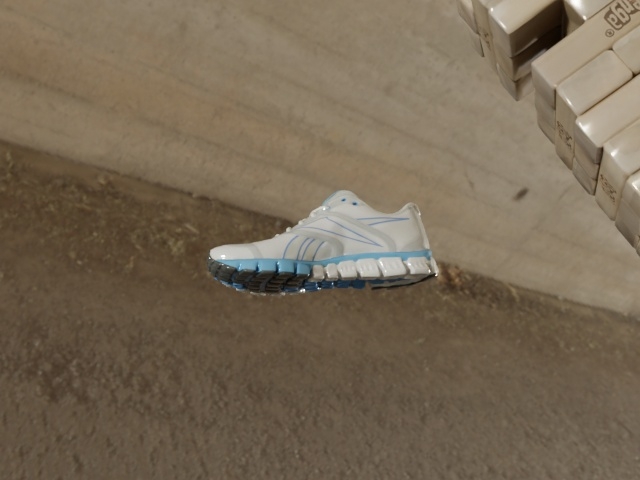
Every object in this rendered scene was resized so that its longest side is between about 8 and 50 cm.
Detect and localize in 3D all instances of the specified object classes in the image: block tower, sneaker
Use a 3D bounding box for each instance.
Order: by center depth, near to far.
[{"bbox_3d":[0.190,-0.015,0.344,0.335,0.097,0.091,56,8,19],"label":"block tower"},{"bbox_3d":[0.000,0.000,0.639,0.191,0.071,0.082,-2,74,-14],"label":"sneaker"}]
